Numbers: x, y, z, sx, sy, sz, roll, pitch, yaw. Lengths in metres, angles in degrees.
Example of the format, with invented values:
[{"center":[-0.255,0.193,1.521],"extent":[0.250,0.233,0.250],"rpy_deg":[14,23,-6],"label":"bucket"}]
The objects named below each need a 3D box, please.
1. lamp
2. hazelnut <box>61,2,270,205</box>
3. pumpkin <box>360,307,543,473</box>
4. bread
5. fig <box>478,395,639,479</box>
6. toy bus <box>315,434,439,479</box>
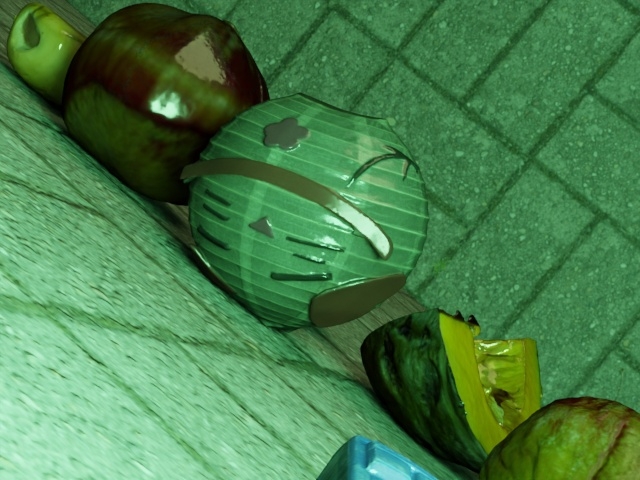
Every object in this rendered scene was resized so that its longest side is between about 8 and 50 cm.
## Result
[{"center":[-0.012,-0.023,1.437],"extent":[0.265,0.233,0.233],"rpy_deg":[17,-9,33],"label":"lamp"},{"center":[-0.156,-0.150,1.602],"extent":[0.229,0.229,0.229],"rpy_deg":[39,4,-3],"label":"hazelnut"},{"center":[0.135,0.176,1.518],"extent":[0.312,0.148,0.169],"rpy_deg":[16,61,-60],"label":"pumpkin"},{"center":[-0.255,-0.174,1.784],"extent":[0.142,0.091,0.305],"rpy_deg":[33,-2,45],"label":"bread"},{"center":[0.184,0.230,0.990],"extent":[0.191,0.190,0.290],"rpy_deg":[39,21,-8],"label":"fig"},{"center":[0.022,0.156,0.671],"extent":[0.079,0.094,0.236],"rpy_deg":[39,4,-1],"label":"toy bus"}]
